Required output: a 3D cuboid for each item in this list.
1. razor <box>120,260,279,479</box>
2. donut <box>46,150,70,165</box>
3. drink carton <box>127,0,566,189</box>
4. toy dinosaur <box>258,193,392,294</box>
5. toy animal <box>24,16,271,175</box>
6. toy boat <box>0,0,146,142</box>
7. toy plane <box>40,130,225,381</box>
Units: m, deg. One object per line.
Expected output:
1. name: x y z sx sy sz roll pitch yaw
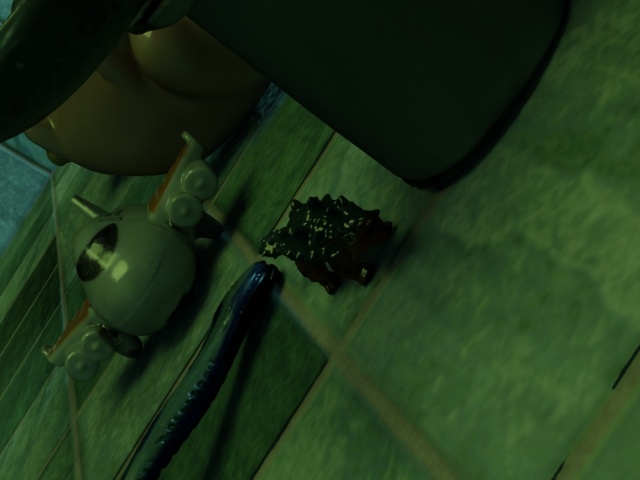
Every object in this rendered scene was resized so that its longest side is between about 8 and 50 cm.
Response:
1. razor: -0.089 0.130 0.703 0.093 0.056 0.324 -41 24 47
2. donut: -0.290 -0.305 1.728 0.449 0.198 0.449 -49 18 22
3. drink carton: 0.022 -0.146 0.640 0.185 0.190 0.191 -60 17 -2
4. toy dinosaur: 0.000 0.000 0.682 0.154 0.055 0.049 -11 53 63
5. toy animal: -0.153 -0.191 1.139 0.256 0.213 0.195 -48 35 36
6. toy boat: -0.118 -0.150 0.563 0.260 0.085 0.078 -59 18 -16
7. toy plane: -0.175 0.012 1.026 0.244 0.117 0.244 -49 19 23
